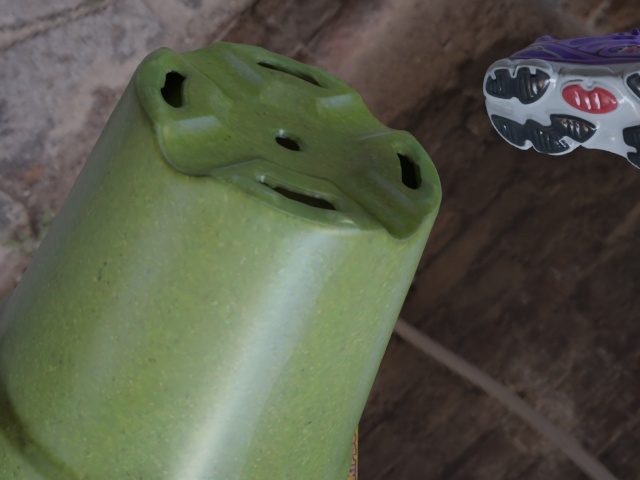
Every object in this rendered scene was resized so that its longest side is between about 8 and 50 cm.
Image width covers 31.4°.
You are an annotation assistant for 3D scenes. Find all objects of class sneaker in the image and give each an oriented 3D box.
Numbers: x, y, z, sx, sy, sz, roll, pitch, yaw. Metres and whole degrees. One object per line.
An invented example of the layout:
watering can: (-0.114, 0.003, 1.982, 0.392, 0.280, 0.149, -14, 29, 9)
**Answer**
sneaker: (0.161, -0.077, 0.548, 0.071, 0.170, 0.068, -45, 136, -30)

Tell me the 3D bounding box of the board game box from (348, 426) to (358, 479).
board game box: (-0.012, 0.200, 1.305, 0.039, 0.124, 0.259, -5, 95, -49)

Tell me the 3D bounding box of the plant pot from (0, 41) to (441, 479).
plant pot: (-0.061, 0.033, 0.673, 0.276, 0.276, 0.254, -7, 134, -45)
